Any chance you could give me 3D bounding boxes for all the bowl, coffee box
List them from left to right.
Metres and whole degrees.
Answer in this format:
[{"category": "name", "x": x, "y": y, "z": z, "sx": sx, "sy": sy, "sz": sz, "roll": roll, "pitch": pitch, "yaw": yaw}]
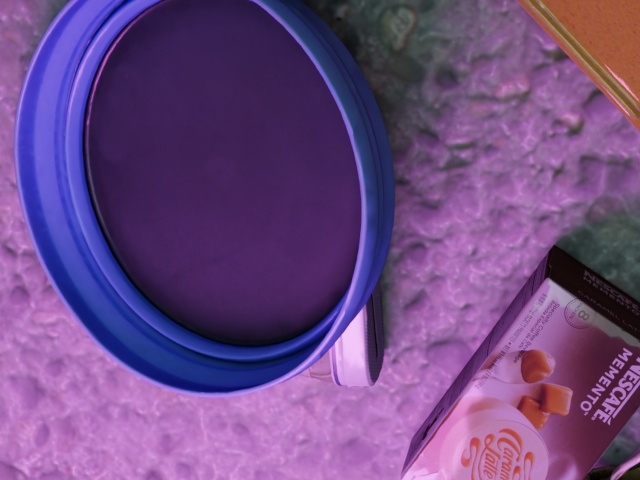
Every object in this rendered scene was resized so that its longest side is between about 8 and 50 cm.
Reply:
[{"category": "bowl", "x": -0.104, "y": -0.055, "z": 1.637, "sx": 0.391, "sy": 0.077, "sz": 0.391, "roll": 10, "pitch": 108, "yaw": 32}, {"category": "coffee box", "x": 0.201, "y": 0.150, "z": 1.699, "sx": 0.141, "sy": 0.098, "sz": 0.246, "roll": 34, "pitch": 110, "yaw": -1}]

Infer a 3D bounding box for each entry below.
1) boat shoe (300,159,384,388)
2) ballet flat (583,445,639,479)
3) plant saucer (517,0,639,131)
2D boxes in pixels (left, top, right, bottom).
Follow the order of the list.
[{"category": "boat shoe", "x": 0.000, "y": 0.000, "z": 1.688, "sx": 0.094, "sy": 0.109, "sz": 0.302, "roll": 1, "pitch": 110, "yaw": 13}, {"category": "ballet flat", "x": 0.383, "y": 0.203, "z": 1.682, "sx": 0.316, "sy": 0.107, "sz": 0.106, "roll": -23, "pitch": 94, "yaw": 15}, {"category": "plant saucer", "x": 0.256, "y": -0.241, "z": 1.455, "sx": 0.333, "sy": 0.081, "sz": 0.333, "roll": 47, "pitch": 146, "yaw": 5}]
